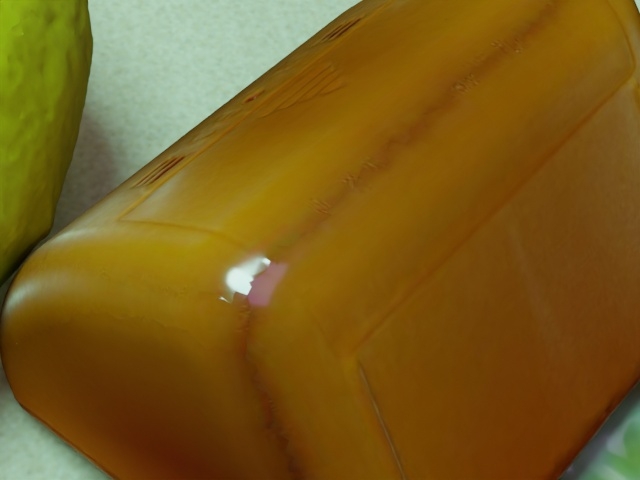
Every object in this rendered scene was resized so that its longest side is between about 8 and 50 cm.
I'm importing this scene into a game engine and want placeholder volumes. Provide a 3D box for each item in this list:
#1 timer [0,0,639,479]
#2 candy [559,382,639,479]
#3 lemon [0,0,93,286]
[{"bbox_3d":[0.000,0.000,0.472,0.257,0.161,0.250,-42,29,-26],"label":"timer"},{"bbox_3d":[0.162,0.157,0.448,0.259,0.118,0.260,2,57,-3],"label":"candy"},{"bbox_3d":[-0.218,-0.067,0.464,0.233,0.233,0.288,17,71,2],"label":"lemon"}]
